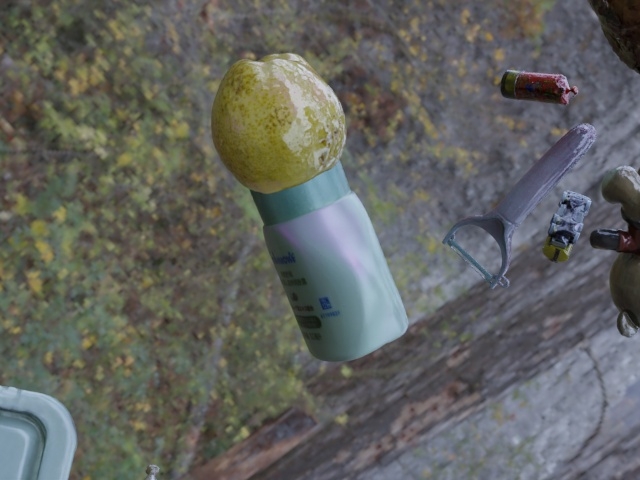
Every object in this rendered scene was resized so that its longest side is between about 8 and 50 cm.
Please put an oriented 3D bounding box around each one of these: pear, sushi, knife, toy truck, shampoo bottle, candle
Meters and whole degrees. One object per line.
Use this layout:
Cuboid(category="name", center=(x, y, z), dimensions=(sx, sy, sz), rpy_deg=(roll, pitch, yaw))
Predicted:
Cuboid(category="pear", center=(-0.054, -0.150, 1.269), dimensions=(0.178, 0.178, 0.178), rpy_deg=(50, 9, -10))
Cuboid(category="sushi", center=(0.422, -0.366, 1.383), dimensions=(0.179, 0.167, 0.296), rpy_deg=(-8, 63, -47))
Cuboid(category="knife", center=(0.311, -0.059, 1.510), dimensions=(0.123, 0.278, 0.053), rpy_deg=(43, 14, 12))
Cuboid(category="toy truck", center=(0.411, -0.023, 1.710), dimensions=(0.052, 0.123, 0.063), rpy_deg=(21, -38, 13))
Cuboid(category="shampoo bottle", center=(0.000, 0.000, 1.543), dimensions=(0.222, 0.151, 0.349), rpy_deg=(-2, -69, 67))
Cuboid(category="candle", center=(0.366, -0.253, 1.693), dimensions=(0.130, 0.052, 0.052), rpy_deg=(15, -16, 36))

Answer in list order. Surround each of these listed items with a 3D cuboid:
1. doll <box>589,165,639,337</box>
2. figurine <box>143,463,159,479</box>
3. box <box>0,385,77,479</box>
Cuboid(category="doll", center=(0.628, 0.013, 1.882), dimensions=(0.174, 0.235, 0.330), rpy_deg=(27, -48, 54))
Cuboid(category="figurine", center=(-0.223, 0.426, 1.262), dimensions=(0.387, 0.207, 0.166), rpy_deg=(-117, -175, -60))
Cuboid(category="box", center=(-0.346, 0.292, 0.993), dimensions=(0.175, 0.312, 0.182), rpy_deg=(13, -9, -7))
